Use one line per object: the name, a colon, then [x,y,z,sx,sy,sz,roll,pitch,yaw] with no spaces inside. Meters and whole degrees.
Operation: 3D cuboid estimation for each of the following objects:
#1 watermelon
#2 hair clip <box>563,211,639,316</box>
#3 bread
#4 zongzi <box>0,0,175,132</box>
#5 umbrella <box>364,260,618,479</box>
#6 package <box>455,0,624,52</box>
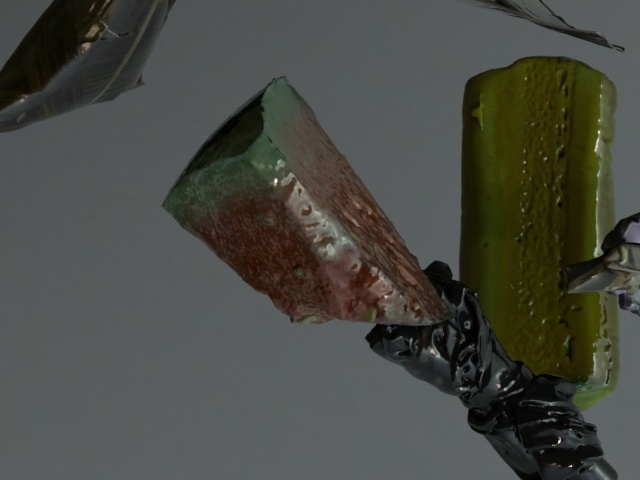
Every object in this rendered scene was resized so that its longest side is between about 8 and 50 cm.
watermelon: [0.000,0.000,1.452,0.140,0.256,0.193,-44,-176,24]
hair clip: [0.352,0.024,1.620,0.084,0.292,0.106,-28,-117,56]
bread: [0.228,-0.004,1.817,0.166,0.383,0.112,0,168,7]
zongzi: [-0.255,-0.220,1.800,0.241,0.111,0.248,-35,163,-44]
umbrella: [0.167,0.137,1.588,0.110,0.272,0.122,-54,-168,-28]
package: [0.118,-0.208,1.382,0.062,0.251,0.204,-60,167,14]
